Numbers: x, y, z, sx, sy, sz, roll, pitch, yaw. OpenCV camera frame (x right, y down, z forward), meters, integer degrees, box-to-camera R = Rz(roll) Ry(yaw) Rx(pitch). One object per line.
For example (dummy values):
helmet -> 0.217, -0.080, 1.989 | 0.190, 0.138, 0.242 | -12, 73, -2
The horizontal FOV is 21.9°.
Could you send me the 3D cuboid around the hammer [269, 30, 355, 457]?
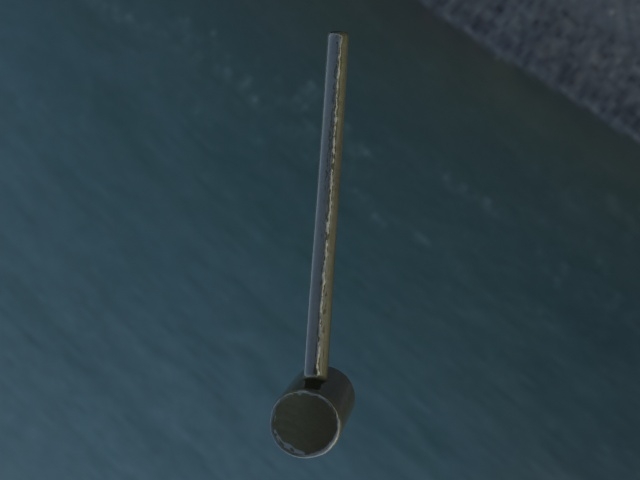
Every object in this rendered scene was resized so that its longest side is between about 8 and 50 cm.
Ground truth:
hammer -> 0.000, 0.000, 0.436 | 0.019, 0.110, 0.035 | 3, -175, 7
